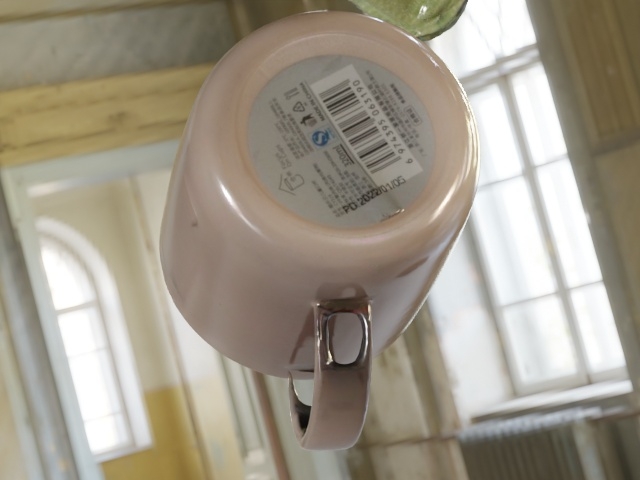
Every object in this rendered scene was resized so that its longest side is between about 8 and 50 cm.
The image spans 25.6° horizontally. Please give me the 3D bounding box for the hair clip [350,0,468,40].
[{"bbox_3d":[0.136,-0.314,1.136,0.138,0.091,0.321,30,-66,-32],"label":"hair clip"}]

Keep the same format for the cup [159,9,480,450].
[{"bbox_3d":[0.000,0.000,0.878,0.192,0.252,0.200,0,-19,-9],"label":"cup"}]
